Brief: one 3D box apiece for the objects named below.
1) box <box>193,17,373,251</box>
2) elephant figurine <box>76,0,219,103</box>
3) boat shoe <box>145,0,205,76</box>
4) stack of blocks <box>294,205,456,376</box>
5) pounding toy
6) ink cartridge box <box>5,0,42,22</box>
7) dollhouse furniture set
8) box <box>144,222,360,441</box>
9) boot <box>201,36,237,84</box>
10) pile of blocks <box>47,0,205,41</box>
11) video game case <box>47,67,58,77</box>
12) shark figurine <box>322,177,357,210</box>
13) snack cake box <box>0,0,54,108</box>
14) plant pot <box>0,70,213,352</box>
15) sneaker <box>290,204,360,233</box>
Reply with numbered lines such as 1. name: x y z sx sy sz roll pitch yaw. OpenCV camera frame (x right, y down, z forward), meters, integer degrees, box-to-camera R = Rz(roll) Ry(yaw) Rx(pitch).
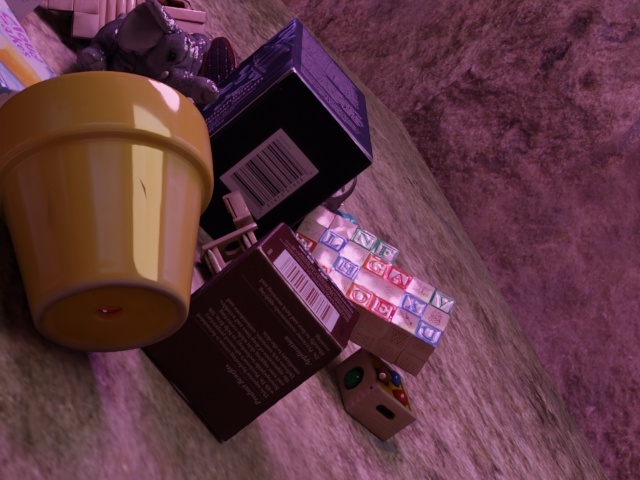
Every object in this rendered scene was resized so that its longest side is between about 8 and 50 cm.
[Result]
1. box: -0.088 -0.189 1.894 0.212 0.293 0.395 48 15 -17
2. elephant figurine: -0.249 -0.293 1.698 0.169 0.239 0.186 -36 110 -58
3. boat shoe: -0.300 -0.427 2.155 0.123 0.120 0.324 58 16 22
4. stack of blocks: 0.074 0.082 1.817 0.297 0.087 0.171 29 42 3
5. pounding toy: 0.095 0.247 1.795 0.141 0.100 0.130 43 17 -32
6. ink cartridge box: -0.443 -0.453 1.644 0.082 0.190 0.140 30 26 -56
7. dollhouse furniture set: -0.126 0.050 1.685 0.161 0.101 0.182 74 -11 -56
8. box: -0.085 0.112 1.370 0.168 0.203 0.167 51 14 -4
9. boot: -0.193 -0.309 2.231 0.106 0.082 0.219 43 40 -70
10. pile of blocks: -0.359 -0.374 1.912 0.362 0.149 0.113 -2 98 -54
11. video game case: -0.384 -0.205 1.586 0.166 0.015 0.119 41 18 -36
12. shark figurine: 0.000 -0.112 2.043 0.116 0.166 0.278 8 34 -3
13. snack cake box: -0.451 -0.258 1.364 0.264 0.089 0.152 56 16 13
14. plant pot: -0.239 -0.016 1.184 0.254 0.254 0.239 34 39 -50
15. sneaker: 0.000 0.000 2.072 0.178 0.124 0.295 35 19 -22
